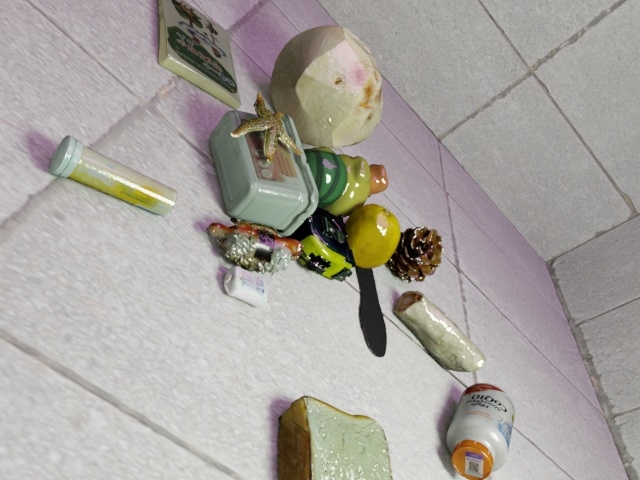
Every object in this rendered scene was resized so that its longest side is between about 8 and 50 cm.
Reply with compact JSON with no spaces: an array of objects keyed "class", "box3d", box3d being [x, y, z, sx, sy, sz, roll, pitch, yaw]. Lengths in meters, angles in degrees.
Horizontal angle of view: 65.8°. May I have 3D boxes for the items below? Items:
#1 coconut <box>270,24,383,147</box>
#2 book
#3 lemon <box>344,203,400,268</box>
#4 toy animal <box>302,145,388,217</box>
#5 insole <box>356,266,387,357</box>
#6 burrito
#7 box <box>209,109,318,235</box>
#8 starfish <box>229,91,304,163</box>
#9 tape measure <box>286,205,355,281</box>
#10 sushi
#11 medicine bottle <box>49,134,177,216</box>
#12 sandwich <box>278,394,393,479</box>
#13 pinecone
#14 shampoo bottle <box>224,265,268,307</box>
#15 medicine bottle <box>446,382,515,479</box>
[{"class":"coconut","box3d":[0.032,-0.493,1.638,0.415,0.345,0.415,40,30,-29]},{"class":"book","box3d":[-0.361,-0.578,1.466,0.260,0.043,0.370,23,41,-44]},{"class":"lemon","box3d":[0.144,-0.009,1.437,0.170,0.207,0.170,14,34,-10]},{"class":"toy animal","box3d":[0.033,-0.163,1.454,0.338,0.216,0.191,8,80,-49]},{"class":"insole","box3d":[0.143,0.183,1.432,0.119,0.009,0.348,33,36,-35]},{"class":"burrito","box3d":[0.361,0.284,1.523,0.299,0.143,0.105,46,62,-6]},{"class":"box","box3d":[-0.154,-0.178,1.234,0.183,0.175,0.311,6,53,-42]},{"class":"starfish","box3d":[-0.112,-0.259,1.188,0.176,0.053,0.208,34,49,-22]},{"class":"tape measure","box3d":[0.000,0.000,1.316,0.186,0.112,0.198,24,40,-39]},{"class":"sushi","box3d":[-0.146,0.020,1.095,0.226,0.097,0.103,20,35,-23]},{"class":"medicine bottle","box3d":[-0.378,-0.112,0.923,0.218,0.074,0.073,28,39,-42]},{"class":"sandwich","box3d":[0.037,0.428,0.940,0.251,0.087,0.226,32,35,-35]},{"class":"pinecone","box3d":[0.319,0.040,1.639,0.184,0.204,0.179,-30,81,-45]},{"class":"shampoo bottle","box3d":[-0.160,0.096,1.046,0.099,0.043,0.072,29,37,-36]},{"class":"medicine bottle","box3d":[0.435,0.521,1.349,0.157,0.157,0.289,56,29,4]}]
